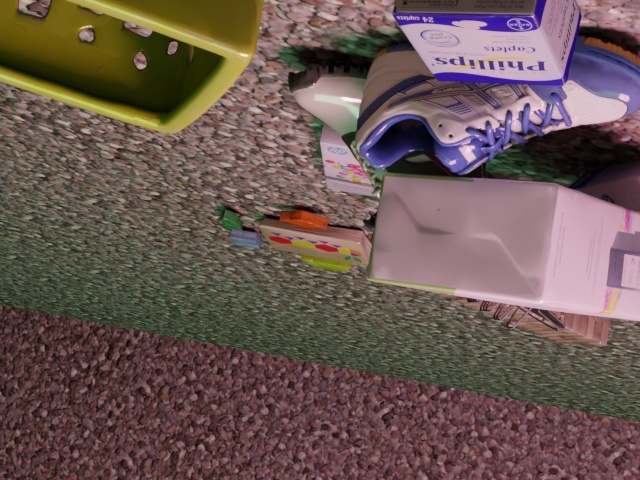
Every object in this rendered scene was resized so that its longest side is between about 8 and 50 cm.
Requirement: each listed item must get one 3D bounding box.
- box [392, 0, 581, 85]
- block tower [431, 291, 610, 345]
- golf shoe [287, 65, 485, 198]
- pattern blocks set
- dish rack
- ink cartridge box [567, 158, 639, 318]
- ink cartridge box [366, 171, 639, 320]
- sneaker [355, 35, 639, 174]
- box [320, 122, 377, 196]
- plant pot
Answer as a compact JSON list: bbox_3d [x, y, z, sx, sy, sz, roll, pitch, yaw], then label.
[{"bbox_3d":[0.146,-0.194,1.080,0.126,0.072,0.137,6,165,25],"label":"box"},{"bbox_3d":[0.318,0.081,1.948,0.335,0.097,0.091,20,165,-31],"label":"block tower"},{"bbox_3d":[0.078,-0.108,1.376,0.273,0.120,0.105,22,164,-30],"label":"golf shoe"},{"bbox_3d":[0.000,0.000,2.033,0.325,0.026,0.285,12,165,3],"label":"pattern blocks set"},{"bbox_3d":[0.204,0.045,1.707,0.271,0.074,0.208,38,180,-27],"label":"dish rack"},{"bbox_3d":[0.401,-0.006,1.421,0.311,0.065,0.186,-14,111,57],"label":"ink cartridge box"},{"bbox_3d":[0.235,0.014,1.349,0.207,0.119,0.353,6,177,36],"label":"ink cartridge box"},{"bbox_3d":[0.171,-0.117,1.209,0.296,0.131,0.112,0,149,34],"label":"sneaker"},{"bbox_3d":[0.077,-0.097,1.578,0.145,0.038,0.186,10,165,5],"label":"box"},{"bbox_3d":[-0.161,-0.229,0.929,0.228,0.207,0.227,17,166,-18],"label":"plant pot"}]
